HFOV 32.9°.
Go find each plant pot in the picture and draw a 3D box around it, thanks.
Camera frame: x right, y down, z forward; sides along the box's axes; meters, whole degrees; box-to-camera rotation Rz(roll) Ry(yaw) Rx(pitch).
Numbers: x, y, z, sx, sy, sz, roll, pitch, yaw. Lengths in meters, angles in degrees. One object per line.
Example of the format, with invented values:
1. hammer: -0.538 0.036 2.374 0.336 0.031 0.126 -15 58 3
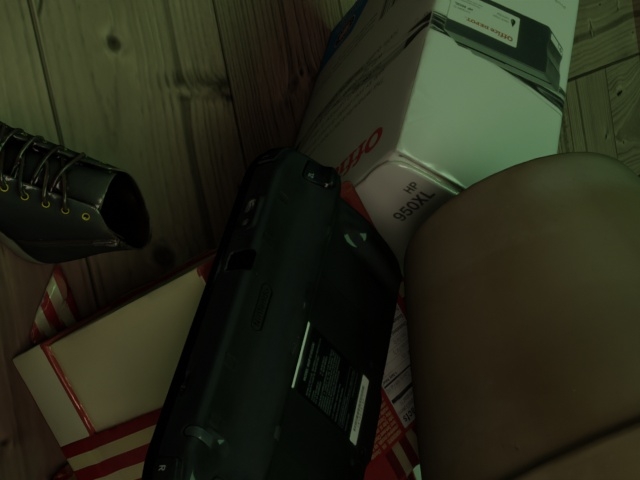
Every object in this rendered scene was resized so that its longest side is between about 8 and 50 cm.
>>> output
1. plant pot: 0.191 0.103 0.777 0.323 0.323 0.280 26 37 -53

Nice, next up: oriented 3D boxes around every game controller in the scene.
1. game controller: -0.018 0.085 0.714 0.166 0.067 0.319 55 36 -36

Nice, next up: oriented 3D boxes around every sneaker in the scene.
1. sneaker: -0.222 -0.060 0.789 0.222 0.118 0.083 44 51 -46

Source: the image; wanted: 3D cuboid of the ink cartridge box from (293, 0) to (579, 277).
1. ink cartridge box: 0.099 -0.122 1.088 0.166 0.285 0.395 28 53 -15

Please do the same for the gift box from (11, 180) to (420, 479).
1. gift box: -0.073 0.102 0.890 0.255 0.258 0.276 -24 87 -54

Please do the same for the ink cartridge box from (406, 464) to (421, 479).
1. ink cartridge box: 0.105 0.264 1.211 0.130 0.272 0.309 -30 115 -21
